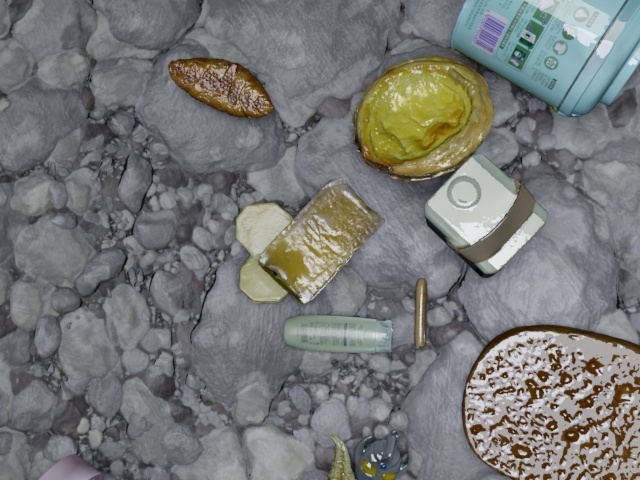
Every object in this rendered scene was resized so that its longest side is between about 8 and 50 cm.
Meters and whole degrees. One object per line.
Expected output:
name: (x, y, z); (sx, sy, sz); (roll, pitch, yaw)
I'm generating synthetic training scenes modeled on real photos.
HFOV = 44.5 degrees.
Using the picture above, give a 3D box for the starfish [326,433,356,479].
starfish: (0.069, 0.555, 1.438); (0.358, 0.078, 0.347); (44, 92, -2)

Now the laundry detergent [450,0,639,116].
laundry detergent: (0.438, -0.396, 1.414); (0.305, 0.287, 0.287); (34, 89, 10)

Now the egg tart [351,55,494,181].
egg tart: (0.198, -0.228, 1.508); (0.279, 0.095, 0.279); (-8, 64, 17)

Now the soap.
soap: (0.000, 0.000, 1.512); (0.135, 0.076, 0.233); (43, 77, 3)

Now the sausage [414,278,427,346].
sausage: (0.195, 0.140, 1.523); (0.024, 0.024, 0.132); (1, 85, 8)

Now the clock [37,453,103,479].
clock: (-0.507, 0.509, 1.496); (0.068, 0.197, 0.197); (33, 89, 11)

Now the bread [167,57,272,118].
bread: (-0.199, -0.318, 1.605); (0.233, 0.076, 0.105); (22, 99, 3)

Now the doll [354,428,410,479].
doll: (0.099, 0.441, 1.485); (0.104, 0.062, 0.194); (29, 95, 12)

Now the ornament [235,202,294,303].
ornament: (-0.076, 0.023, 1.562); (0.180, 0.059, 0.201); (-4, 81, 2)

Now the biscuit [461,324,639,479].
biscuit: (0.456, 0.333, 1.441); (0.394, 0.070, 0.350); (18, 89, 11)

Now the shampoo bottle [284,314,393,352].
shampoo bottle: (0.036, 0.183, 1.529); (0.212, 0.049, 0.072); (4, 82, 10)

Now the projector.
projector: (0.295, -0.040, 1.419); (0.177, 0.242, 0.163); (43, 93, 9)
